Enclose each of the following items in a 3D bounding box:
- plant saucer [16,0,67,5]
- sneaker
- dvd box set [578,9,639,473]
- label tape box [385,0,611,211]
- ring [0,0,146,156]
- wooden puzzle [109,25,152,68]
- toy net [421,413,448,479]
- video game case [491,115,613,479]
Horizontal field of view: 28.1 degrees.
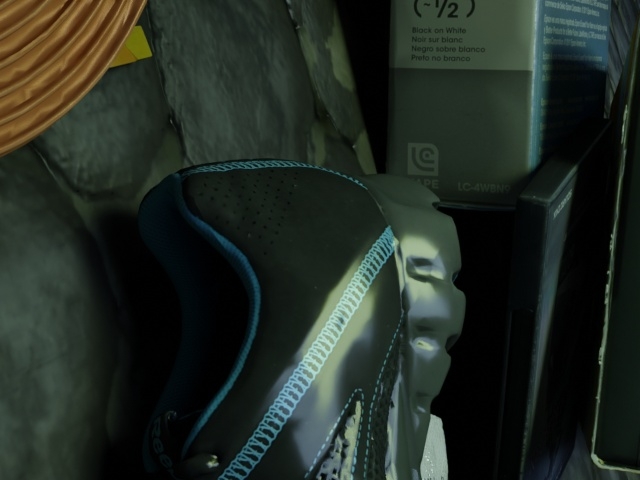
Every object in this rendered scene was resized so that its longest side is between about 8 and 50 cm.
[{"bbox_3d":[-0.129,-0.146,0.498,0.119,0.021,0.119,17,67,-45],"label":"plant saucer"},{"bbox_3d":[-0.017,0.129,0.538,0.140,0.125,0.340,10,66,-35],"label":"sneaker"},{"bbox_3d":[0.248,0.007,0.994,0.420,0.062,0.307,14,82,-80],"label":"dvd box set"},{"bbox_3d":[0.140,-0.207,0.939,0.249,0.115,0.347,-18,109,-66],"label":"label tape box"},{"bbox_3d":[-0.145,-0.186,0.406,0.337,0.032,0.336,8,80,-57],"label":"ring"},{"bbox_3d":[-0.114,-0.124,0.561,0.078,0.014,0.116,-61,131,-63],"label":"wooden puzzle"},{"bbox_3d":[0.076,0.197,0.757,0.232,0.045,0.122,59,30,-29],"label":"toy net"},{"bbox_3d":[0.160,0.070,0.891,0.196,0.026,0.274,-40,136,-59],"label":"video game case"}]
